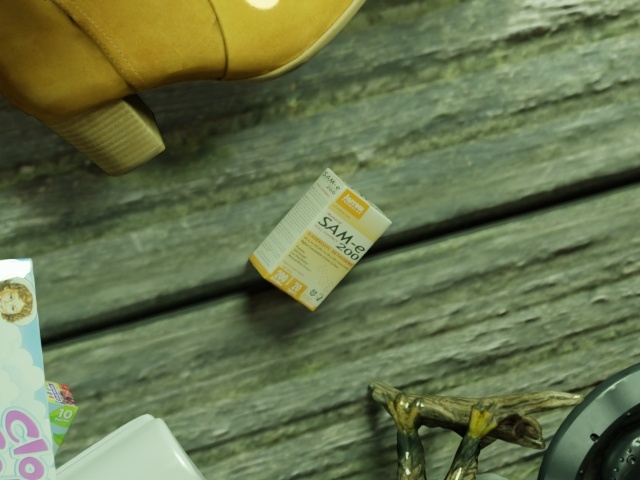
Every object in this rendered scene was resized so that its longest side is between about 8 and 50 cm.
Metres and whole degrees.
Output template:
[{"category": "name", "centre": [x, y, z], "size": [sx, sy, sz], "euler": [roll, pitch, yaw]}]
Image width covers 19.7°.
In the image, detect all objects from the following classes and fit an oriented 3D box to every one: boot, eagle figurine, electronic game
[{"category": "boot", "centre": [-0.106, -0.191, 1.265], "size": [0.295, 0.104, 0.211], "euler": [-38, 128, 4]}, {"category": "eagle figurine", "centre": [0.079, 0.265, 1.526], "size": [0.225, 0.226, 0.298], "euler": [18, 69, -19]}, {"category": "electronic game", "centre": [0.304, 0.210, 1.743], "size": [0.229, 0.048, 0.229], "euler": [-13, 122, -21]}]

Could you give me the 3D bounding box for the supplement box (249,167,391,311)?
[{"category": "supplement box", "centre": [0.000, 0.000, 1.473], "size": [0.098, 0.036, 0.062], "euler": [-49, 128, 7]}]

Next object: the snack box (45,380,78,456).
[{"category": "snack box", "centre": [-0.264, 0.170, 1.441], "size": [0.100, 0.037, 0.141], "euler": [14, 112, -33]}]

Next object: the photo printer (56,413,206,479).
[{"category": "photo printer", "centre": [-0.203, 0.300, 1.480], "size": [0.307, 0.107, 0.256], "euler": [-34, 143, -4]}]

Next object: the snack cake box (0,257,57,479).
[{"category": "snack cake box", "centre": [-0.271, 0.152, 1.309], "size": [0.152, 0.089, 0.264], "euler": [-5, 82, -23]}]
